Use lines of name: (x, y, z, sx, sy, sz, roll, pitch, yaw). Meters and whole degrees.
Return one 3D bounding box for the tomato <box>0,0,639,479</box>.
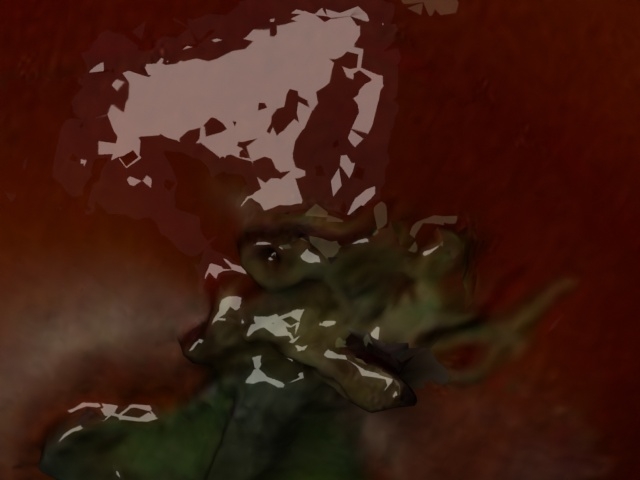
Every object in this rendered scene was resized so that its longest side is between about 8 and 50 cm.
tomato: (0.000, 0.000, 0.631, 0.321, 0.321, 0.321, -11, 58, 18)
